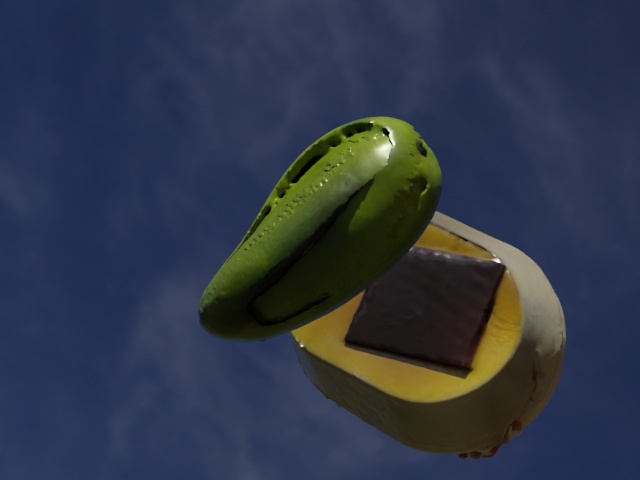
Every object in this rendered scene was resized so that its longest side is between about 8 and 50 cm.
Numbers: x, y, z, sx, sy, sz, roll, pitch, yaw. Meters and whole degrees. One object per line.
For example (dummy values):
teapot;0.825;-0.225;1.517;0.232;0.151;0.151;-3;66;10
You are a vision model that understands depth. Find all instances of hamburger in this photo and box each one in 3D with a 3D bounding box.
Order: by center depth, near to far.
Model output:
hamburger;0.102;0.085;1.716;0.295;0.227;0.151;29;-7;35

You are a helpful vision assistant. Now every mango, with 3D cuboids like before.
mango;0.000;0.000;0.966;0.165;0.091;0.074;-43;-61;2
